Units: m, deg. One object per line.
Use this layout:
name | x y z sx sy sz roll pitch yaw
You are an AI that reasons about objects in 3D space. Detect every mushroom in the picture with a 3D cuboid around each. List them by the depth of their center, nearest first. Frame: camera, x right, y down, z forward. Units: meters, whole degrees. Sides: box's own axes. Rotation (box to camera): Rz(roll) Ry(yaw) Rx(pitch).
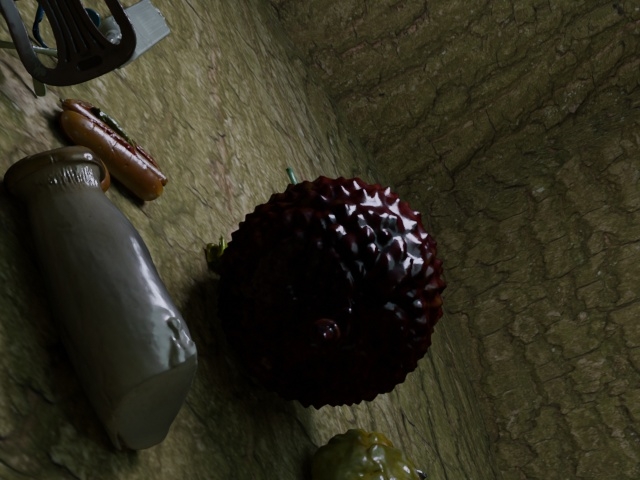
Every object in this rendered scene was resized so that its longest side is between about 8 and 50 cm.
mushroom | -0.275 0.058 0.816 0.137 0.154 0.407 -20 76 -32

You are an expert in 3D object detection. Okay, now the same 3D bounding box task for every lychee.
lychee | 0.019 0.095 1.154 0.424 0.424 0.500 57 13 -13

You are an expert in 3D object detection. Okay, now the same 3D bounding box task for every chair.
chair | -0.395 -0.382 0.874 0.183 0.175 0.326 -117 -175 -76

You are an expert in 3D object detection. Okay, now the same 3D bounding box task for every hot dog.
hot dog | -0.351 -0.157 1.090 0.236 0.062 0.092 45 26 -41

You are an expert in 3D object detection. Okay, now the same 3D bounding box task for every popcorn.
popcorn | 0.097 0.455 1.176 0.233 0.192 0.266 58 6 0

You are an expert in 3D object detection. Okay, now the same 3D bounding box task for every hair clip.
hair clip | -0.165 0.053 1.318 0.173 0.046 0.072 36 39 -53

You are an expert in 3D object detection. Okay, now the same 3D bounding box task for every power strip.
power strip | -0.411 -0.459 1.413 0.098 0.058 0.338 55 17 -22

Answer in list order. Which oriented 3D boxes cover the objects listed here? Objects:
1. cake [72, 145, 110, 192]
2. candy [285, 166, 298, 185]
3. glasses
cake | -0.365 -0.105 0.995 0.084 0.044 0.084 55 16 -23
candy | 0.000 0.000 1.759 0.440 0.119 0.119 64 17 6
glasses | -0.479 -0.333 1.013 0.239 0.102 0.207 47 49 -42
